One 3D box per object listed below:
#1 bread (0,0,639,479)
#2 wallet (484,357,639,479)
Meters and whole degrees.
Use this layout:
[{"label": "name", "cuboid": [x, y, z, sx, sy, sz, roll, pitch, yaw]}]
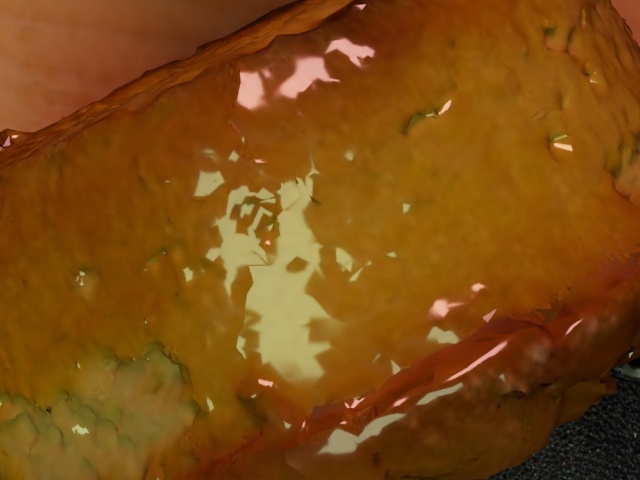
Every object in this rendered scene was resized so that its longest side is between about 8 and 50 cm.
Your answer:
[{"label": "bread", "cuboid": [0.000, 0.000, 0.896, 0.398, 0.398, 0.215, -24, 99, 18]}, {"label": "wallet", "cuboid": [0.130, 0.150, 1.059, 0.262, 0.071, 0.221, 11, 111, 32]}]
